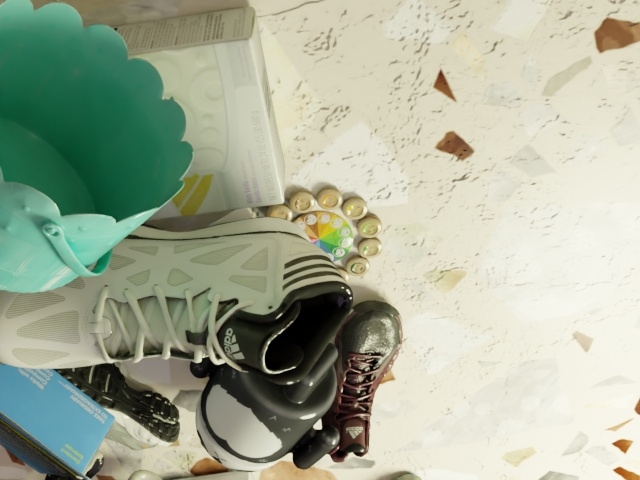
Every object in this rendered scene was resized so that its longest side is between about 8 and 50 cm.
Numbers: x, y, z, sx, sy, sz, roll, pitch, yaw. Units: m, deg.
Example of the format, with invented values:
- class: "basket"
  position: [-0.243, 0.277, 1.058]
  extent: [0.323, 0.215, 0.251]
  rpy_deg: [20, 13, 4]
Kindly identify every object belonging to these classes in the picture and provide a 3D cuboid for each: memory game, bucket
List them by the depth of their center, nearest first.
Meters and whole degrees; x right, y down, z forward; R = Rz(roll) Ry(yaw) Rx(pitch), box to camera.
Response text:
- class: "bucket"
  position: [-0.291, -0.090, 0.960]
  extent: [0.281, 0.281, 0.183]
  rpy_deg: [33, 129, -25]
- class: "memory game"
  position: [0.000, 0.000, 1.317]
  extent: [0.186, 0.012, 0.186]
  rpy_deg: [0, 129, -1]

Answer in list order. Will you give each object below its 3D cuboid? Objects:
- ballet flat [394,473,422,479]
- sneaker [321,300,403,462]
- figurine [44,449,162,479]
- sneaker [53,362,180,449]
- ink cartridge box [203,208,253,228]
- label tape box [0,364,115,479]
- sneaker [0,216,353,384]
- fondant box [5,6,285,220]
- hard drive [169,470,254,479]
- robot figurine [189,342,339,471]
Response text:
- class: "ballet flat"
  position: [0.105, 0.502, 1.686]
  extent: [0.072, 0.068, 0.213]
  rpy_deg: [36, 120, -26]
- class: "sneaker"
  position: [0.065, 0.238, 1.413]
  extent: [0.106, 0.163, 0.281]
  rpy_deg: [9, 128, -8]
- class: "figurine"
  position: [-0.400, 0.471, 1.607]
  extent: [0.214, 0.092, 0.209]
  rpy_deg: [29, 118, -11]
- class: "sneaker"
  position: [-0.349, 0.259, 1.464]
  extent: [0.108, 0.100, 0.271]
  rpy_deg: [-27, 125, 25]
- class: "ink cartridge box"
  position: [-0.117, 0.041, 1.279]
  extent: [0.104, 0.060, 0.180]
  rpy_deg: [-32, 116, -14]
- class: "label tape box"
  position: [-0.421, 0.222, 1.290]
  extent: [0.240, 0.106, 0.333]
  rpy_deg: [42, 153, -14]
- class: "sneaker"
  position: [-0.169, 0.079, 1.083]
  extent: [0.447, 0.257, 0.169]
  rpy_deg: [-12, 110, -22]
- class: "fondant box"
  position: [-0.223, -0.143, 1.145]
  extent: [0.330, 0.096, 0.238]
  rpy_deg: [-6, 128, 5]
- class: "hard drive"
  position: [-0.258, 0.520, 1.708]
  extent: [0.307, 0.040, 0.203]
  rpy_deg: [-9, 128, 6]
- class: "robot figurine"
  position: [-0.084, 0.237, 1.391]
  extent: [0.173, 0.209, 0.278]
  rpy_deg: [4, 140, -32]
